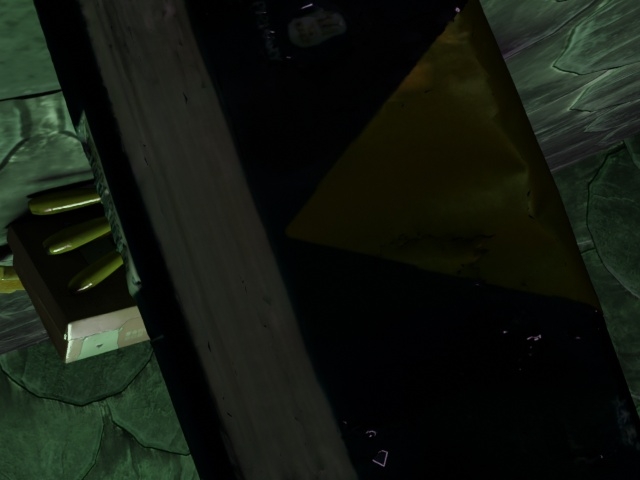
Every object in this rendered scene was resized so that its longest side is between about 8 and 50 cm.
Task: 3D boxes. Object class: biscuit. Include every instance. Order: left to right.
[{"bbox_3d":[-0.495,0.057,1.063,0.234,0.030,0.153,-1,164,-10],"label":"biscuit"}]

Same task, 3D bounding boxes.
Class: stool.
[{"bbox_3d":[-0.293,-0.010,0.871,0.110,0.134,0.135,-24,-174,-16],"label":"stool"}]

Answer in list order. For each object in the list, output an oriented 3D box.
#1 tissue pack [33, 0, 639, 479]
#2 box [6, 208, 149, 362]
[{"bbox_3d":[0.000,0.000,0.463,0.253,0.417,0.264,-18,174,-9],"label":"tissue pack"},{"bbox_3d":[-0.303,0.054,0.974,0.215,0.215,0.086,-14,137,-40],"label":"box"}]
